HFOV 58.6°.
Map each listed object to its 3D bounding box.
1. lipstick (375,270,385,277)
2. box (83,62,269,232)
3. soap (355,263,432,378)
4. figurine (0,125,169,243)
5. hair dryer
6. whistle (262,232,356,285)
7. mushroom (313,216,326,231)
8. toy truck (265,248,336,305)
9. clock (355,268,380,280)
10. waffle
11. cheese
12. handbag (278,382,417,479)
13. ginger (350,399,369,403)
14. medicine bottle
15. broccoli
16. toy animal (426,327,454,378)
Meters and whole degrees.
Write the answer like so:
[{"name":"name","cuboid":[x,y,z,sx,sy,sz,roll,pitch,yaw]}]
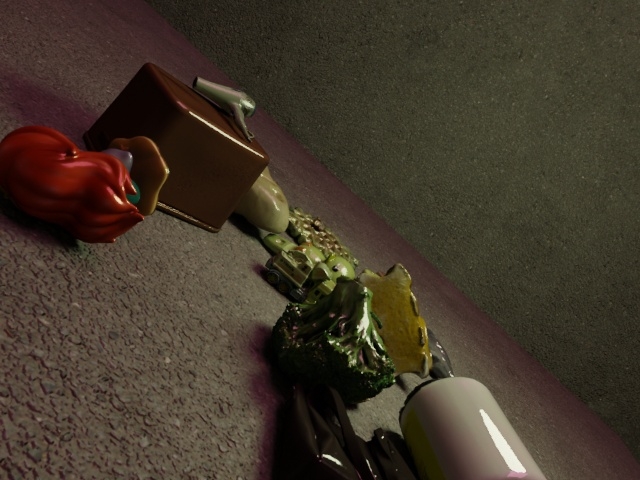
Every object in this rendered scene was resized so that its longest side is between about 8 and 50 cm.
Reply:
[{"name":"lipstick","cuboid":[0.245,0.176,2.092,0.045,0.045,0.145,32,19,-41]},{"name":"box","cuboid":[-0.321,-0.213,1.329,0.339,0.229,0.239,28,18,-49]},{"name":"soap","cuboid":[0.204,0.230,1.633,0.338,0.170,0.304,57,21,-84]},{"name":"figurine","cuboid":[-0.380,-0.093,0.946,0.257,0.181,0.208,-27,99,-68]},{"name":"hair dryer","cuboid":[-0.229,-0.312,1.340,0.167,0.067,0.199,26,32,-23]},{"name":"whistle","cuboid":[-0.019,0.059,1.537,0.294,0.141,0.141,43,14,5]},{"name":"mushroom","cuboid":[-0.002,-0.054,1.922,0.049,0.019,0.101,35,15,-17]},{"name":"toy truck","cuboid":[-0.041,0.092,1.414,0.191,0.116,0.085,41,16,-6]},{"name":"clock","cuboid":[0.200,0.196,1.861,0.170,0.069,0.232,39,16,-17]},{"name":"waffle","cuboid":[0.000,0.000,1.920,0.309,0.056,0.292,43,14,12]},{"name":"cheese","cuboid":[-0.187,-0.141,1.660,0.328,0.129,0.351,41,14,17]},{"name":"handbag","cuboid":[0.060,0.362,0.917,0.285,0.113,0.257,38,8,-17]},{"name":"ginger","cuboid":[0.061,0.283,1.255,0.133,0.059,0.214,49,16,-3]},{"name":"medicine bottle","cuboid":[0.304,0.452,1.080,0.214,0.213,0.378,36,15,-26]},{"name":"broccoli","cuboid":[0.034,0.196,1.105,0.262,0.241,0.269,22,-9,7]},{"name":"toy animal","cuboid":[0.345,0.365,1.728,0.206,0.081,0.367,30,23,-36]}]
